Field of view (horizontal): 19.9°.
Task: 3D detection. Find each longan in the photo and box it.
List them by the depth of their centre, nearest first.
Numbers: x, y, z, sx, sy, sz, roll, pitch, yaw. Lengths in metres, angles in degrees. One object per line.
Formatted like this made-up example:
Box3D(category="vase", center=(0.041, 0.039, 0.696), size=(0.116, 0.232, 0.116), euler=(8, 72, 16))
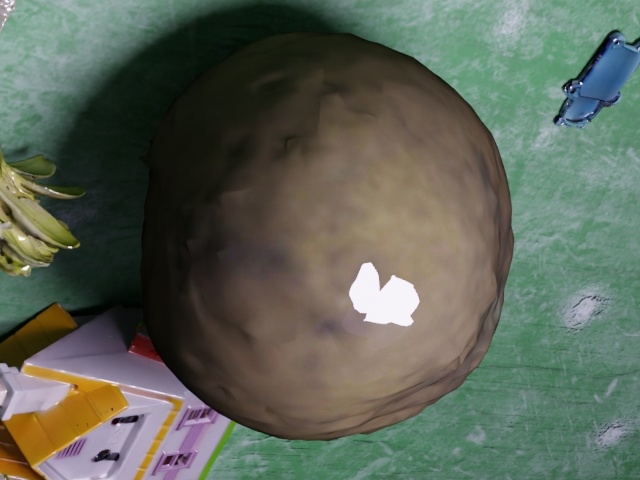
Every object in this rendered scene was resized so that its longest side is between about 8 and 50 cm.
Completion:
Box3D(category="longan", center=(-0.003, -0.007, 1.797), size=(0.404, 0.404, 0.436), euler=(-40, 164, 8))

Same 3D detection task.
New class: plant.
Box3D(category="plant", center=(-0.378, -0.087, 1.655), size=(0.261, 0.297, 0.306), euler=(-16, -170, 14))

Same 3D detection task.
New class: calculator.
Box3D(category="calculator", center=(0.332, -0.187, 2.157), size=(0.094, 0.019, 0.141), euler=(7, 128, -40))

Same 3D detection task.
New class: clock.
Box3D(category="clock", center=(-0.254, 0.182, 2.014), size=(0.309, 0.166, 0.235), euler=(-4, 134, -43))

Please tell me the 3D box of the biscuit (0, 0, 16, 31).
Box3D(category="biscuit", center=(-0.297, -0.268, 1.530), size=(0.133, 0.032, 0.250), euler=(22, 91, -16))
